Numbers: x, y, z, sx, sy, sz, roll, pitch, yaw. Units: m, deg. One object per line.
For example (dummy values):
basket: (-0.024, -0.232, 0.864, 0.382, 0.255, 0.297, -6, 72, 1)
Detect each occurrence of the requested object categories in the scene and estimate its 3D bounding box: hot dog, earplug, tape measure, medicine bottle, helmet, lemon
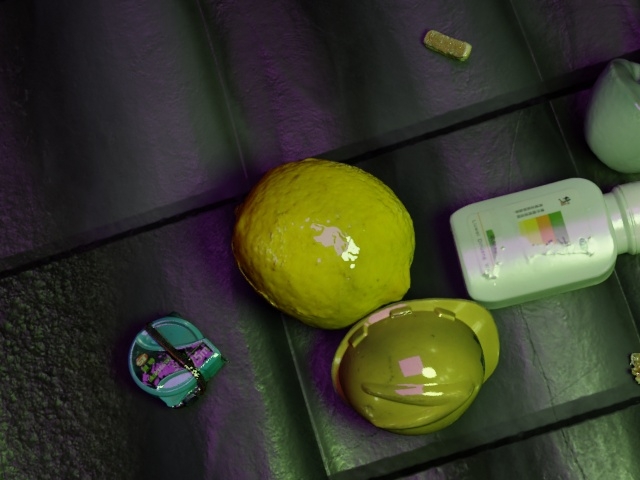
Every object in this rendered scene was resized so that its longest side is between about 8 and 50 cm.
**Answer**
hot dog: (0.210, -0.314, 2.018, 0.090, 0.034, 0.030, 28, 90, 35)
earplug: (0.545, -0.226, 1.876, 0.325, 0.175, 0.214, -31, 67, -10)
tape measure: (-0.230, 0.186, 1.919, 0.146, 0.081, 0.125, 41, 81, 18)
medicine bottle: (0.351, -0.003, 1.862, 0.296, 0.111, 0.161, -13, 72, 5)
helmet: (0.149, 0.201, 1.771, 0.257, 0.205, 0.140, -14, 28, -2)
lemon: (0.000, 0.000, 1.846, 0.310, 0.253, 0.253, 27, 80, 27)

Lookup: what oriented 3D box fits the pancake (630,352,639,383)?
pancake: (0.565, 0.222, 1.788, 0.244, 0.057, 0.266, 11, 78, 14)
